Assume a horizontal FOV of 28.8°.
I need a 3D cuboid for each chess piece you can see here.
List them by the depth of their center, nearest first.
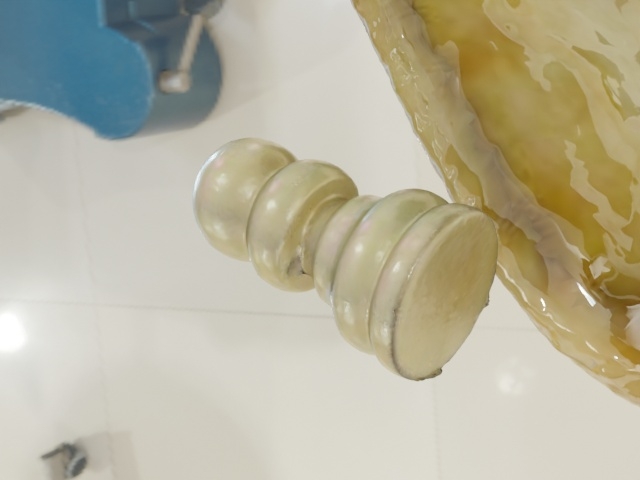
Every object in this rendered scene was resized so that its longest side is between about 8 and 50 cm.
[{"bbox_3d":[0.000,0.000,0.667,0.170,0.094,0.094,24,112,31],"label":"chess piece"}]

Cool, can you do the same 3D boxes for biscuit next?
[{"bbox_3d":[0.251,-0.067,0.839,0.104,0.429,0.446,-48,60,48],"label":"biscuit"}]
